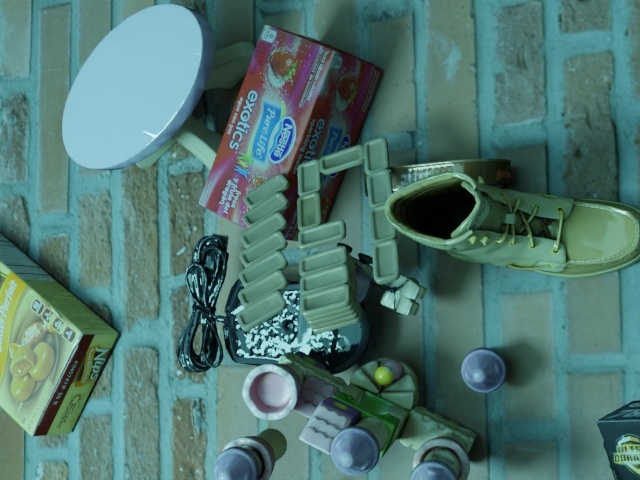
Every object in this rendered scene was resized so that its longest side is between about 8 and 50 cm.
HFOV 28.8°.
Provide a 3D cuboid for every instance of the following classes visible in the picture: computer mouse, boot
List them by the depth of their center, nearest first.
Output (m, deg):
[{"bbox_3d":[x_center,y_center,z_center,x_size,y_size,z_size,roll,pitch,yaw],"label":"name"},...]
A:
[{"bbox_3d":[0.223,-0.020,1.406,0.262,0.203,0.095,5,83,28],"label":"boot"},{"bbox_3d":[-0.051,0.100,1.640,0.272,0.072,0.188,9,91,24],"label":"computer mouse"}]

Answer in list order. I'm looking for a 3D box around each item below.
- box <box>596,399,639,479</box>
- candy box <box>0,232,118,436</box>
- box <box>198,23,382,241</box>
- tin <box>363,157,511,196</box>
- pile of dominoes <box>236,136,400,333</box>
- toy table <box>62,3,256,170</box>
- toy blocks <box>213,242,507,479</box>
[{"bbox_3d":[0.436,0.298,1.222,0.295,0.073,0.293,-15,92,54],"label":"box"},{"bbox_3d":[-0.468,0.135,1.904,0.316,0.087,0.183,35,104,30],"label":"candy box"},{"bbox_3d":[-0.038,-0.136,1.631,0.123,0.128,0.256,26,99,31],"label":"box"},{"bbox_3d":[0.141,-0.074,1.524,0.190,0.106,0.040,-4,83,33],"label":"tin"},{"bbox_3d":[0.000,0.000,1.469,0.196,0.040,0.251,-17,43,15],"label":"pile of dominoes"},{"bbox_3d":[-0.212,-0.197,1.729,0.274,0.161,0.252,-28,72,28],"label":"toy table"},{"bbox_3d":[0.046,0.200,1.427,0.289,0.260,0.309,25,99,12],"label":"toy blocks"}]
